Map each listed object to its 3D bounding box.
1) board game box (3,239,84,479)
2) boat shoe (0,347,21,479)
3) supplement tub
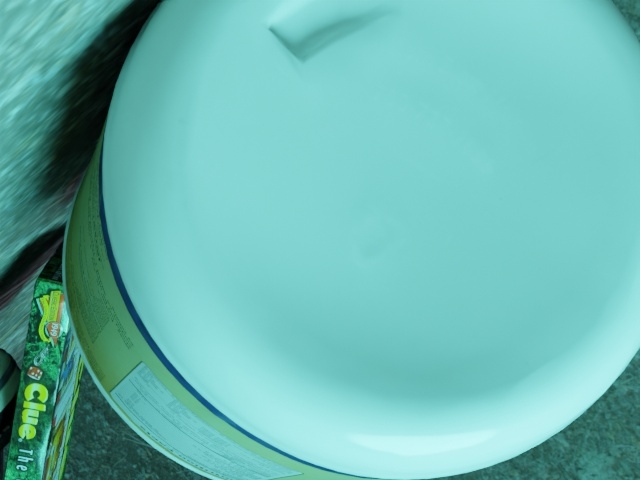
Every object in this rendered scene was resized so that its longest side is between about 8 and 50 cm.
[{"bbox_3d":[-0.184,0.131,0.974,0.136,0.030,0.259,-97,-162,-74],"label":"board game box"},{"bbox_3d":[-0.317,0.222,1.099,0.187,0.156,0.500,-42,179,-43],"label":"boat shoe"},{"bbox_3d":[0.000,0.000,0.681,0.228,0.228,0.316,-42,-179,-17],"label":"supplement tub"}]
